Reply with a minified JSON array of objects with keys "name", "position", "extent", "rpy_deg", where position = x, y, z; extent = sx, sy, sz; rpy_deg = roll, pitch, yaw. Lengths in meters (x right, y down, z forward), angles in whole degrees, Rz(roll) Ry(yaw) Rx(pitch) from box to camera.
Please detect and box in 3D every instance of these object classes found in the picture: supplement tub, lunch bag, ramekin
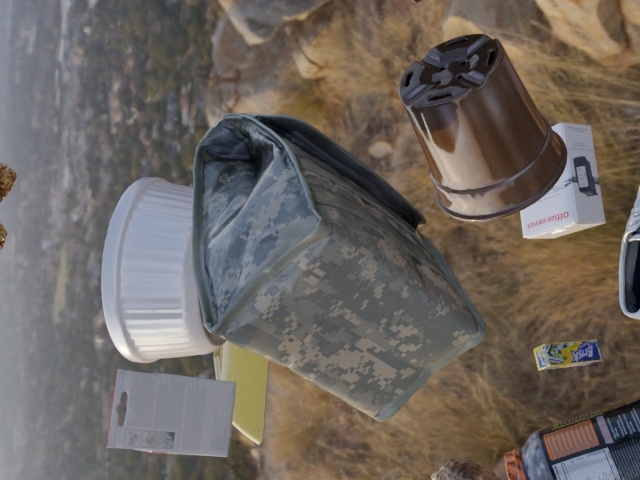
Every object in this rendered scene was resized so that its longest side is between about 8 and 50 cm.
[{"name":"supplement tub","position":[0.503,0.403,1.414],"extent":[0.316,0.193,0.193],"rpy_deg":[-23,59,15]},{"name":"lunch bag","position":[0.000,0.000,0.797],"extent":[0.169,0.235,0.287],"rpy_deg":[-44,36,16]},{"name":"ramekin","position":[-0.200,0.046,1.159],"extent":[0.273,0.127,0.272],"rpy_deg":[3,-90,-78]}]

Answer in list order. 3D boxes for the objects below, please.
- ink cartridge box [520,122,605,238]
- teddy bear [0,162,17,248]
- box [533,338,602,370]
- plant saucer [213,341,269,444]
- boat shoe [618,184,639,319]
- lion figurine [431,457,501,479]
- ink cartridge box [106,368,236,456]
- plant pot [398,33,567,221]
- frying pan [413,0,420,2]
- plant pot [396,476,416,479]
[{"name":"ink cartridge box","position":[0.553,-0.134,1.859],"extent":[0.172,0.100,0.237],"rpy_deg":[-24,68,59]},{"name":"teddy bear","position":[-0.572,0.011,1.154],"extent":[0.245,0.113,0.337],"rpy_deg":[13,70,40]},{"name":"box","position":[0.633,0.292,2.033],"extent":[0.054,0.169,0.059],"rpy_deg":[134,130,-60]},{"name":"plant saucer","position":[-0.153,0.165,1.516],"extent":[0.332,0.081,0.332],"rpy_deg":[-124,38,-71]},{"name":"boat shoe","position":[0.495,-0.007,1.171],"extent":[0.095,0.084,0.257],"rpy_deg":[4,89,46]},{"name":"lion figurine","position":[0.291,0.486,1.182],"extent":[0.240,0.142,0.392],"rpy_deg":[53,179,-13]},{"name":"ink cartridge box","position":[-0.124,0.140,0.642],"extent":[0.029,0.115,0.062],"rpy_deg":[-9,70,46]},{"name":"plant pot","position":[0.180,-0.136,0.922],"extent":[0.167,0.165,0.167],"rpy_deg":[-21,39,18]},{"name":"frying pan","position":[0.110,-0.403,0.906],"extent":[0.326,0.053,0.197],"rpy_deg":[32,-117,-70]},{"name":"plant pot","position":[0.244,0.641,1.718],"extent":[0.239,0.254,0.253],"rpy_deg":[25,113,26]}]
